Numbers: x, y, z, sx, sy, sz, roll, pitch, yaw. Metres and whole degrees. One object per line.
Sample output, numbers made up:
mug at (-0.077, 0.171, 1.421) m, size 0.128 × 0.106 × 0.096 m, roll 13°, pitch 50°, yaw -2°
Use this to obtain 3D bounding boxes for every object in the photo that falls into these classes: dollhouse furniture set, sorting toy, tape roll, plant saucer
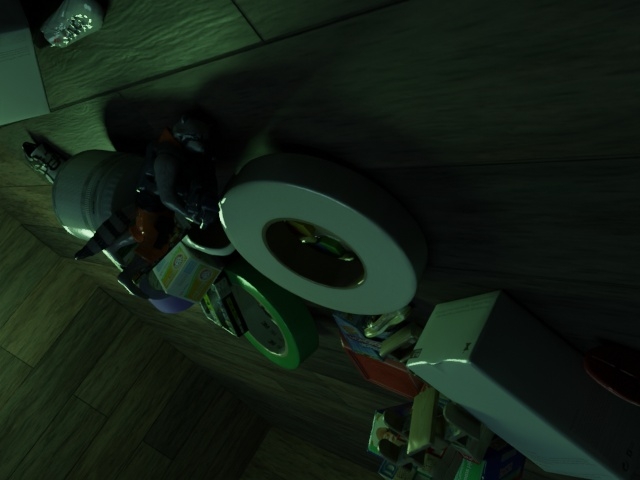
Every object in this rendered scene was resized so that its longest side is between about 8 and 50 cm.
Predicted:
dollhouse furniture set at (0.206, 0.322, 1.327) m, size 0.161 × 0.242 × 0.212 m, roll 35°, pitch 131°, yaw -14°
sorting toy at (-0.027, -0.005, 1.282) m, size 0.208 × 0.038 × 0.193 m, roll 39°, pitch 157°, yaw -13°
tape roll at (-0.142, 0.188, 1.652) m, size 0.321 × 0.077 × 0.321 m, roll 36°, pitch 149°, yaw 26°
tape roll at (0.000, 0.000, 1.147) m, size 0.391 × 0.072 × 0.392 m, roll 20°, pitch 150°, yaw 12°
tape roll at (-0.428, 0.112, 1.845) m, size 0.188 × 0.189 × 0.080 m, roll 18°, pitch 153°, yaw 31°
plant saucer at (0.182, 0.348, 1.698) m, size 0.258 × 0.048 × 0.259 m, roll 16°, pitch 153°, yaw 35°

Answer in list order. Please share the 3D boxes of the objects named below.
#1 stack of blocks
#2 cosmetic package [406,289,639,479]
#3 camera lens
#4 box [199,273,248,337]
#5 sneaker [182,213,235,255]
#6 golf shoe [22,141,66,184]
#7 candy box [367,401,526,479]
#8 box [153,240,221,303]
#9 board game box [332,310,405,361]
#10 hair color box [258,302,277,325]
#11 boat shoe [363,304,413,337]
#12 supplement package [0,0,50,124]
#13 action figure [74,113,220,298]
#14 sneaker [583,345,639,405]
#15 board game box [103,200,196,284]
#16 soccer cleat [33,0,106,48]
stack of blocks at (0.282, 0.441, 1.429) m, size 0.171 × 0.297 × 0.087 m, roll 10°, pitch 148°, yaw 45°
cosmetic package at (0.376, 0.271, 1.159) m, size 0.385 × 0.156 × 0.217 m, roll 40°, pitch 156°, yaw -12°
camera lens at (-0.460, -0.092, 1.441) m, size 0.274 × 0.219 × 0.219 m, roll 12°, pitch 149°, yaw 41°
box at (-0.285, 0.152, 1.693) m, size 0.184 × 0.045 × 0.191 m, roll 20°, pitch 137°, yaw 45°
sneaker at (-0.268, -0.022, 1.499) m, size 0.290 × 0.106 × 0.123 m, roll 27°, pitch 162°, yaw 43°
golf shoe at (-0.767, -0.217, 1.780) m, size 0.198 × 0.077 × 0.094 m, roll 23°, pitch 155°, yaw 21°
candy box at (0.327, 0.522, 1.606) m, size 0.317 × 0.122 × 0.268 m, roll 12°, pitch -176°, yaw 40°
box at (-0.354, 0.052, 1.605) m, size 0.103 × 0.114 × 0.203 m, roll 27°, pitch -167°, yaw -42°
board game box at (0.122, 0.218, 1.502) m, size 0.194 × 0.060 × 0.194 m, roll 11°, pitch 149°, yaw 43°
hair color box at (-0.102, 0.231, 1.827) m, size 0.167 × 0.053 × 0.093 m, roll 43°, pitch 154°, yaw -16°
boat shoe at (0.138, 0.165, 1.364) m, size 0.048 × 0.056 × 0.153 m, roll 49°, pitch 142°, yaw -1°
supplement package at (-0.610, -0.345, 1.119) m, size 0.178 × 0.175 × 0.293 m, roll 65°, pitch 159°, yaw 10°
action figure at (-0.283, -0.071, 1.118) m, size 0.178 × 0.330 × 0.341 m, roll 27°, pitch -177°, yaw -18°
sneaker at (0.525, 0.255, 1.020) m, size 0.221 × 0.087 × 0.128 m, roll 26°, pitch 155°, yaw 20°
board game box at (-0.333, -0.038, 1.333) m, size 0.030 × 0.260 × 0.136 m, roll 30°, pitch 159°, yaw 35°
soccer cleat at (-0.416, -0.357, 1.045) m, size 0.196 × 0.076 × 0.068 m, roll 3°, pitch 143°, yaw 50°
